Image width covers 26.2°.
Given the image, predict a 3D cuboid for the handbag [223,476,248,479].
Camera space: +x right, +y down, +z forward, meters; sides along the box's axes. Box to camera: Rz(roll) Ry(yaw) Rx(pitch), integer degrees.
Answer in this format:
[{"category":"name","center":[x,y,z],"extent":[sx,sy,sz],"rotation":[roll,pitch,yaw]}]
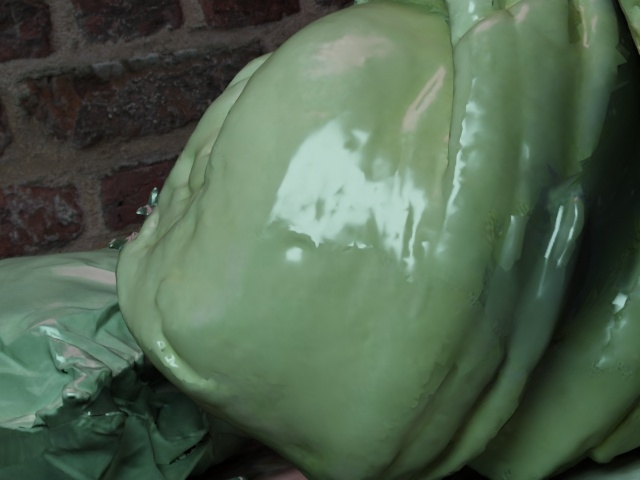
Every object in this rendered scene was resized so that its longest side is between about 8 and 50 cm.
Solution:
[{"category":"handbag","center":[-0.155,0.140,0.377],"extent":[0.260,0.079,0.247],"rotation":[-10,6,18]}]

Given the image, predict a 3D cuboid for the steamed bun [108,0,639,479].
[{"category":"steamed bun","center":[0.086,-0.013,0.620],"extent":[0.206,0.275,0.320],"rotation":[16,59,48]}]

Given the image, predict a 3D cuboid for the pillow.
[{"category":"pillow","center":[-0.148,0.074,0.768],"extent":[0.310,0.138,0.283],"rotation":[-12,3,32]}]
